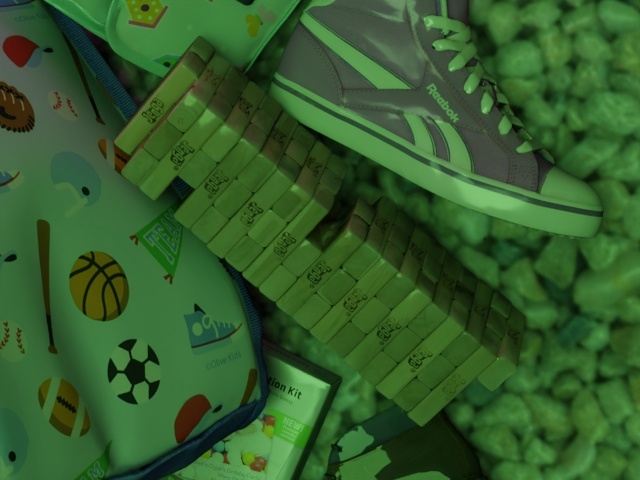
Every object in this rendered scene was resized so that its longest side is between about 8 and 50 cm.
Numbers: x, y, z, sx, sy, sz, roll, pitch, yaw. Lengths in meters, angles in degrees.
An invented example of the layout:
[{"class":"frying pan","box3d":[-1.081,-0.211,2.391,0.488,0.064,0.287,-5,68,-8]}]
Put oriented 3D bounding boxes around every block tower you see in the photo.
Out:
[{"class":"block tower","box3d":[0.000,0.000,1.341,0.335,0.091,0.097,39,118,-9]}]

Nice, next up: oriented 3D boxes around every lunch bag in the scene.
[{"class":"lunch bag","box3d":[-0.250,0.033,1.307,0.385,0.328,0.239,51,126,11]},{"class":"lunch bag","box3d":[-0.119,-0.257,1.363,0.262,0.160,0.223,36,103,-3]}]

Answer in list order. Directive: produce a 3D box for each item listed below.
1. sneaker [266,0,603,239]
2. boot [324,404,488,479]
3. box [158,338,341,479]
[{"class":"sneaker","box3d":[0.108,-0.117,1.346,0.282,0.102,0.161,28,100,11]},{"class":"boot","box3d":[0.023,0.203,1.423,0.219,0.082,0.106,-23,78,9]},{"class":"box","box3d":[-0.085,0.166,1.461,0.145,0.038,0.186,26,101,11]}]
